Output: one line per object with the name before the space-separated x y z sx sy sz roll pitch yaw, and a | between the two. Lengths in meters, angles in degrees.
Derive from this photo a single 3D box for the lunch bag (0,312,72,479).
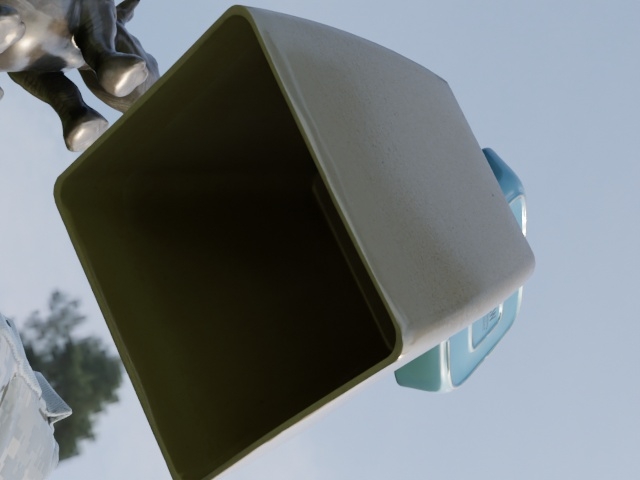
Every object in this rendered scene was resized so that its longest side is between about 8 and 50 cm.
lunch bag | -0.248 0.109 0.648 0.169 0.287 0.235 54 -14 16

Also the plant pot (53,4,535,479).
plant pot | 0.000 0.000 0.480 0.109 0.096 0.109 -37 -108 40

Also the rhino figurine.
rhino figurine | -0.135 -0.105 0.778 0.073 0.243 0.106 -41 -110 13

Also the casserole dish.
casserole dish | 0.091 0.027 0.971 0.037 0.114 0.188 31 -31 25
